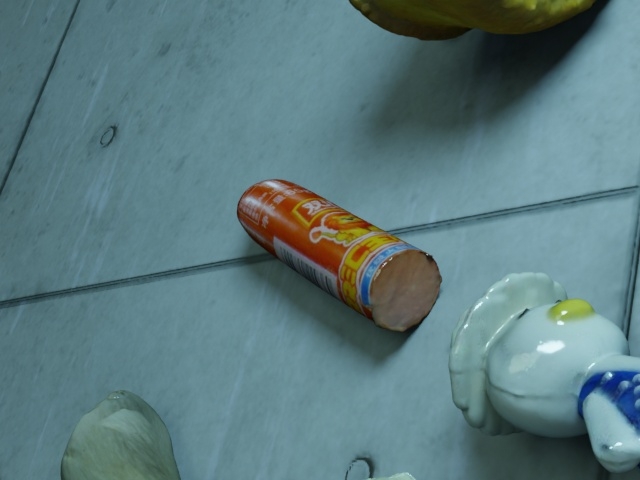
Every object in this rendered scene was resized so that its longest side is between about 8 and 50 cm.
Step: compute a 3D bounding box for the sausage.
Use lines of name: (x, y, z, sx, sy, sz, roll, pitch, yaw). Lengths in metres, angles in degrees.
sausage: (0.000, 0.000, 1.054, 0.074, 0.074, 0.274, -56, 36, -3)

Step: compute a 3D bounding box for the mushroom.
mushroom: (-0.162, 0.223, 1.036, 0.247, 0.108, 0.096, 37, 131, 55)

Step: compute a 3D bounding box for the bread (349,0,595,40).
bread: (0.179, -0.295, 1.007, 0.194, 0.179, 0.340, 15, 71, 49)

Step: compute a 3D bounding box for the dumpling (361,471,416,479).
dumpling: (0.042, 0.207, 0.879, 0.076, 0.057, 0.052, -27, -1, -6)

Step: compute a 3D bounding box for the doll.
doll: (0.188, 0.096, 0.743, 0.138, 0.119, 0.293, -21, 24, -32)
